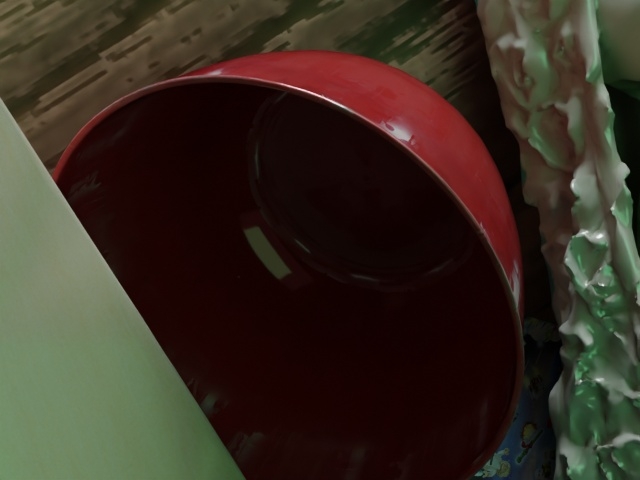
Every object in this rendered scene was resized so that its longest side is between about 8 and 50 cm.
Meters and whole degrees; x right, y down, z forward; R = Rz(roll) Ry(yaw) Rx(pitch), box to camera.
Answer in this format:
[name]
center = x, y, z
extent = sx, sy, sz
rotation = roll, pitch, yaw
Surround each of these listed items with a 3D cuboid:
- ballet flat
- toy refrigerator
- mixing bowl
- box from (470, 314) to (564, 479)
[ballet flat]
center = 0.156, -0.028, 0.793
extent = 0.147, 0.147, 0.408
rotation = -8, 90, -30
[toy refrigerator]
center = -0.125, 0.040, 0.665
extent = 0.102, 0.094, 0.269
rotation = -39, 107, -25
[mixing bowl]
center = 0.000, 0.000, 0.720
extent = 0.181, 0.181, 0.098
rotation = 59, 35, -19
[box]
center = 0.071, 0.098, 0.829
extent = 0.094, 0.027, 0.137
rotation = 16, 84, -30
